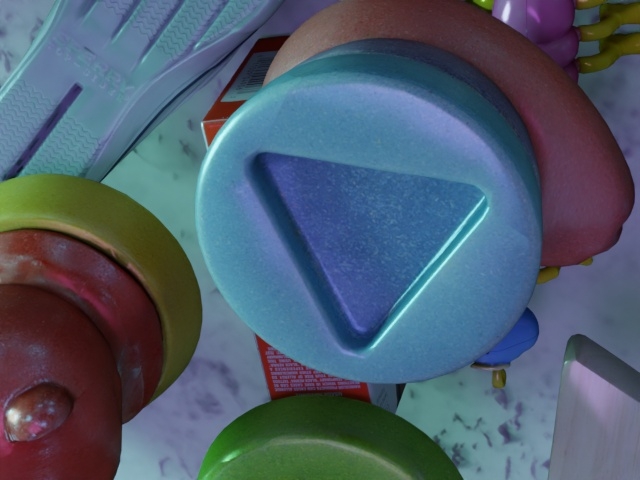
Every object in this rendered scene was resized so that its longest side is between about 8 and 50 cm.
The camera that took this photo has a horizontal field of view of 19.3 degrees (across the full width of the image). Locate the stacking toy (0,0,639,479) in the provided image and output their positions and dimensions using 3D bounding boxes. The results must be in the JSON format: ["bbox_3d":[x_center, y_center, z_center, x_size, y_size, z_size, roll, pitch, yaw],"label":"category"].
[{"bbox_3d":[-0.005,0.072,0.764,0.309,0.130,0.279,-30,108,27],"label":"stacking toy"}]

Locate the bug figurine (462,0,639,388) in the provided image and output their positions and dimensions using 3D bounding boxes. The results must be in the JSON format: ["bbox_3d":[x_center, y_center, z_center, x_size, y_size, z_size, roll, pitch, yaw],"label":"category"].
[{"bbox_3d":[0.157,-0.029,0.804,0.279,0.072,0.216,-3,118,18],"label":"bug figurine"}]

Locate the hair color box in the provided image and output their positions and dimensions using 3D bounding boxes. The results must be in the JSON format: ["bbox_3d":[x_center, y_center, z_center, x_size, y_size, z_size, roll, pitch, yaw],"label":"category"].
[{"bbox_3d":[0.000,0.000,0.854,0.053,0.093,0.167,-2,119,17],"label":"hair color box"}]

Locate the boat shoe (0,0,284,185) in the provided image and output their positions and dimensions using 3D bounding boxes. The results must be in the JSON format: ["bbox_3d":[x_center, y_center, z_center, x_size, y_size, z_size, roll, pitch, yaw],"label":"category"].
[{"bbox_3d":[-0.076,-0.102,0.831,0.226,0.076,0.083,-43,94,20],"label":"boat shoe"}]
